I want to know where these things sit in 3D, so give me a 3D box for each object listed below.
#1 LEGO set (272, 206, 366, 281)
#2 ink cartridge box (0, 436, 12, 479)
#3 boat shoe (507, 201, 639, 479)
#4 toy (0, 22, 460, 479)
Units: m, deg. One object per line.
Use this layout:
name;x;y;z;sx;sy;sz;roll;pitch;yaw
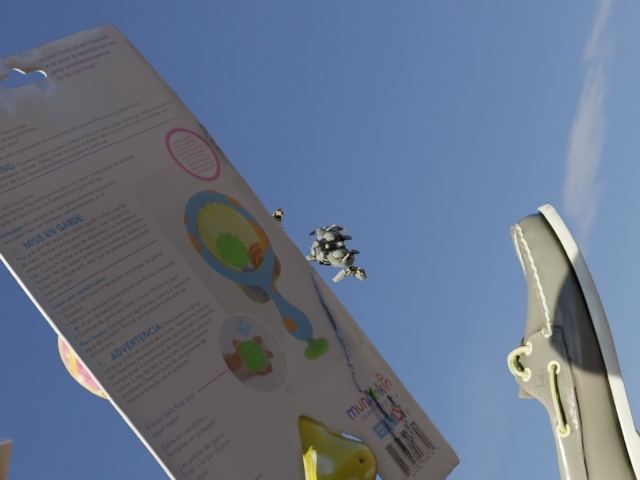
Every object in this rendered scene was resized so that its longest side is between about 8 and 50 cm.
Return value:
LEGO set;-0.002;0.001;0.965;0.023;0.083;0.054;112;174;-45
ink cartridge box;-0.373;0.246;1.327;0.275;0.238;0.060;-12;-70;-75
boat shoe;0.209;0.121;1.129;0.109;0.091;0.305;24;-132;-80
toy;-0.059;0.031;0.524;0.056;0.237;0.137;-46;-8;34
